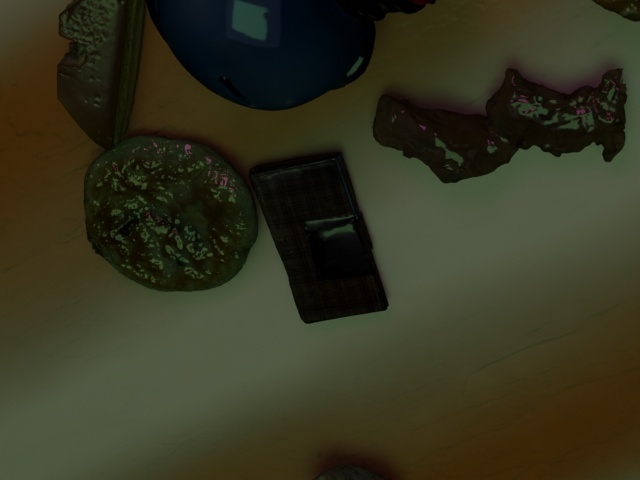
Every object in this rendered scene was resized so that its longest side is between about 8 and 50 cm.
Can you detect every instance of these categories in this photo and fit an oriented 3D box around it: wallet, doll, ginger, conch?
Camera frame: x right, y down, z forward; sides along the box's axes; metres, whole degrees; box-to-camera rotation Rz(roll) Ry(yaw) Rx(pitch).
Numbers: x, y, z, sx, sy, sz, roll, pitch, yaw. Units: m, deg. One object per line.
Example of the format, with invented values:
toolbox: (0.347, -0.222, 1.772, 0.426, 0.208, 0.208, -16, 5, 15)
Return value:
wallet: (0.000, 0.000, 1.385, 0.124, 0.042, 0.230, -9, 116, 19)
doll: (-0.023, -0.266, 1.117, 0.310, 0.240, 0.284, -20, 144, 27)
ginger: (0.198, -0.130, 1.242, 0.290, 0.084, 0.122, -4, 126, 15)
conch: (0.044, 0.371, 1.562, 0.135, 0.102, 0.153, -28, 145, 13)

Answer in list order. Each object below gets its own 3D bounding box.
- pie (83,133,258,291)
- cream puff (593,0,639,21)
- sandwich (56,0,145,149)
pie: (-0.193, -0.031, 1.398, 0.240, 0.054, 0.241, 6, 122, 10)
cream puff: (0.336, -0.324, 1.024, 0.244, 0.244, 0.196, -25, 100, 24)
sandwich: (-0.260, -0.221, 1.277, 0.088, 0.090, 0.244, 14, 122, 0)
